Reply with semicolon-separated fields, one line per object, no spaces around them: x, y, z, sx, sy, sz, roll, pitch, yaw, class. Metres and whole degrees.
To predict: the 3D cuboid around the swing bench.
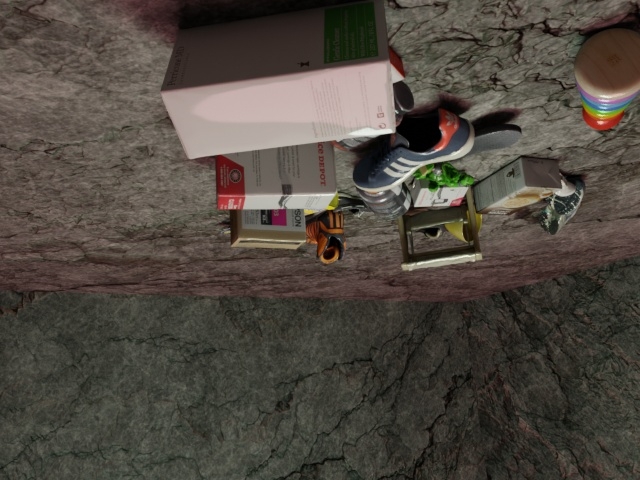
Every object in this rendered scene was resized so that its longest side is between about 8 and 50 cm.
0.389;-0.030;2.003;0.253;0.255;0.165;-8;164;14;swing bench

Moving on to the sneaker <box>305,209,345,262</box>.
0.000;0.000;2.137;0.124;0.180;0.321;0;164;-15;sneaker

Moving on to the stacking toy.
0.611;-0.322;1.299;0.141;0.141;0.330;-10;170;19;stacking toy

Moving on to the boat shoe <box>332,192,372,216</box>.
0.107;-0.106;2.002;0.075;0.065;0.206;-19;159;41;boat shoe

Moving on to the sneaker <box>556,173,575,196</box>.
0.747;-0.182;1.911;0.152;0.054;0.061;14;150;-17;sneaker

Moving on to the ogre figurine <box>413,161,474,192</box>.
0.331;-0.189;1.708;0.196;0.097;0.118;-1;175;14;ogre figurine

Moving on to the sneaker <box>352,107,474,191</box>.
0.194;-0.232;1.497;0.349;0.131;0.148;-24;149;36;sneaker

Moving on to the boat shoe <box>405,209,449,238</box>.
0.415;-0.051;2.237;0.102;0.093;0.285;-18;160;39;boat shoe

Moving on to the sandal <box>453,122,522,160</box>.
0.400;-0.265;1.566;0.097;0.055;0.254;15;166;-34;sandal

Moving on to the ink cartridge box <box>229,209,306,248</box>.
-0.145;-0.101;1.630;0.193;0.235;0.088;1;164;-21;ink cartridge box

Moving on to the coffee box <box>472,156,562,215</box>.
0.603;-0.163;1.881;0.141;0.098;0.246;2;163;-21;coffee box

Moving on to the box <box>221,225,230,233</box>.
-0.230;-0.045;2.179;0.225;0.037;0.136;8;160;-43;box

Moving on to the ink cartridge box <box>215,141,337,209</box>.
-0.109;-0.181;1.424;0.272;0.197;0.114;-1;166;-10;ink cartridge box

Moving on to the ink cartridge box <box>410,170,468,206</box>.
0.363;-0.157;1.866;0.150;0.063;0.109;-3;152;-6;ink cartridge box

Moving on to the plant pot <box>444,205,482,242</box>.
0.505;-0.067;2.183;0.095;0.134;0.134;15;-179;42;plant pot

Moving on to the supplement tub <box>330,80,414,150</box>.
0.106;-0.276;1.320;0.106;0.106;0.197;11;158;-44;supplement tub

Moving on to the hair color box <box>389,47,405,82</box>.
0.103;-0.348;1.173;0.071;0.043;0.141;-14;163;27;hair color box

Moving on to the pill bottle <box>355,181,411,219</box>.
0.177;-0.150;1.743;0.130;0.131;0.245;-9;164;16;pill bottle

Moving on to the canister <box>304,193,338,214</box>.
-0.048;-0.124;1.883;0.169;0.074;0.126;-14;162;35;canister

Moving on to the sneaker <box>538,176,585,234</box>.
0.838;-0.141;2.075;0.122;0.110;0.283;-36;158;-18;sneaker

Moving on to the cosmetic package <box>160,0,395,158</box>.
-0.063;-0.273;1.037;0.365;0.197;0.155;-6;140;6;cosmetic package
